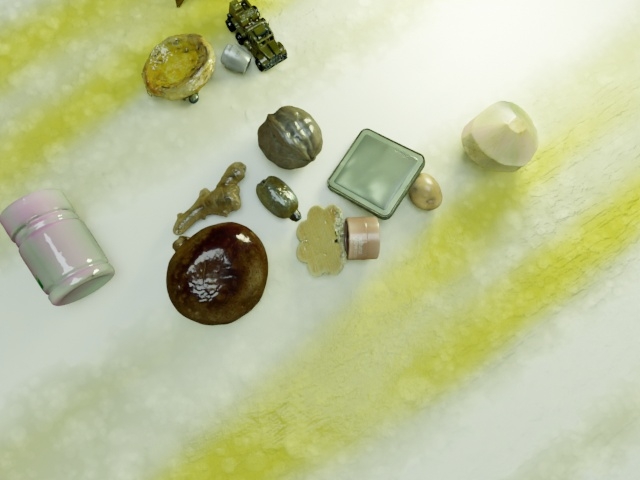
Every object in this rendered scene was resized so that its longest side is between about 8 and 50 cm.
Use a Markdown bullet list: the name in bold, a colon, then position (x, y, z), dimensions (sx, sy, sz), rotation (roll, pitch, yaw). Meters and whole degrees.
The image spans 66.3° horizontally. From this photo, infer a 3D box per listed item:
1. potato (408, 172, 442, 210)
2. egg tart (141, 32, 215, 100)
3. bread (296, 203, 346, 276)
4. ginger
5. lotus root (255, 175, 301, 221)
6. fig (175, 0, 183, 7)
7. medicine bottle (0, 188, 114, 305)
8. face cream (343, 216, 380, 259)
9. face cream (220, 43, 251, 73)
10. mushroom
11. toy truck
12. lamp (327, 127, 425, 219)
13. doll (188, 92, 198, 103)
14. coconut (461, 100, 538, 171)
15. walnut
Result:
- **potato**: position (0.374, -0.177, 1.743), dimensions (0.112, 0.112, 0.147), rotation (-34, 90, -8)
- **egg tart**: position (-0.488, -0.592, 1.720), dimensions (0.291, 0.107, 0.290), rotation (-6, 71, 17)
- **bread**: position (0.000, 0.000, 1.690), dimensions (0.182, 0.039, 0.250), rotation (-7, 80, 28)
- **ginger**: position (-0.372, -0.132, 1.691), dimensions (0.334, 0.081, 0.147), rotation (-36, 87, -2)
- **lotus root**: position (-0.139, -0.140, 1.707), dimensions (0.113, 0.088, 0.192), rotation (-42, 88, -15)
- **fig**: position (-0.397, -0.976, 1.750), dimensions (0.286, 0.286, 0.368), rotation (44, 115, 2)
- **medicine bottle**: position (-0.837, 0.024, 1.566), dimensions (0.212, 0.212, 0.325), rotation (-35, 88, -8)
- **face cream**: position (0.140, -0.007, 1.677), dimensions (0.104, 0.149, 0.149), rotation (-2, 82, -5)
- **face cream**: position (-0.303, -0.653, 1.761), dimensions (0.095, 0.091, 0.091), rotation (25, 81, -8)
- **mushroom**: position (-0.330, 0.114, 1.598), dimensions (0.346, 0.239, 0.344), rotation (1, 108, 2)
- **toy truck**: position (-0.229, -0.745, 1.763), dimensions (0.127, 0.127, 0.257), rotation (-35, 90, -9)
- **lamp**: position (0.195, -0.240, 1.730), dimensions (0.267, 0.047, 0.269), rotation (32, 82, 17)
- **doll**: position (-0.454, -0.554, 1.766), dimensions (0.037, 0.027, 0.125), rotation (2, 82, 4)
- **coconut**: position (0.633, -0.361, 1.715), dimensions (0.260, 0.259, 0.259), rotation (1, 82, -4)
- **walnut**: position (-0.104, -0.353, 1.686), dimensions (0.225, 0.224, 0.224), rotation (1, 82, -4)
